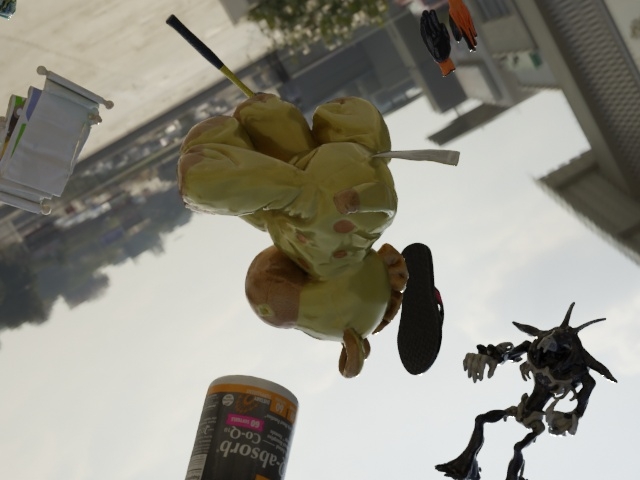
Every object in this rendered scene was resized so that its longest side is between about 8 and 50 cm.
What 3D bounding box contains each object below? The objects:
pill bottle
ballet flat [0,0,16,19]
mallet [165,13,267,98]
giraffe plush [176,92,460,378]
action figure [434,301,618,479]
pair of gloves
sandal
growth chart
[{"bbox_3d":[-0.134,0.371,1.579,0.162,0.162,0.279,-21,-133,44],"label":"pill bottle"},{"bbox_3d":[-0.558,-0.401,1.561,0.070,0.070,0.188,-26,173,23],"label":"ballet flat"},{"bbox_3d":[-0.123,-0.217,1.245,0.039,0.189,0.062,-48,-162,0],"label":"mallet"},{"bbox_3d":[0.000,0.000,0.741,0.210,0.171,0.181,15,-147,27],"label":"giraffe plush"},{"bbox_3d":[0.264,0.202,1.244,0.141,0.164,0.276,23,95,-59],"label":"action figure"},{"bbox_3d":[0.138,-0.224,1.052,0.010,0.074,0.083,-3,-148,49],"label":"pair of gloves"},{"bbox_3d":[0.135,0.089,1.279,0.067,0.179,0.040,-18,150,36],"label":"sandal"},{"bbox_3d":[-0.447,-0.157,1.557,0.021,0.172,0.237,23,-97,46],"label":"growth chart"}]
